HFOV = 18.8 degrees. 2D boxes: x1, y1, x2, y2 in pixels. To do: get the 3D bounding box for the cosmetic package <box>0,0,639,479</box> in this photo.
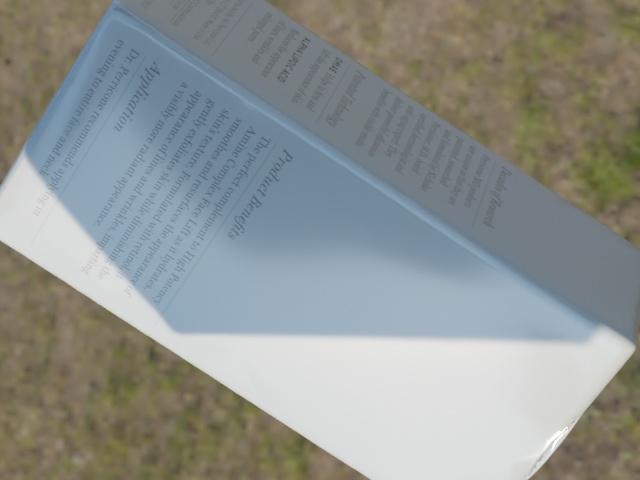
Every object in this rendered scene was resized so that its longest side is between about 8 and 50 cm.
[{"bbox_3d":[0.000,0.000,0.751,0.117,0.231,0.085,-53,6,29],"label":"cosmetic package"}]
